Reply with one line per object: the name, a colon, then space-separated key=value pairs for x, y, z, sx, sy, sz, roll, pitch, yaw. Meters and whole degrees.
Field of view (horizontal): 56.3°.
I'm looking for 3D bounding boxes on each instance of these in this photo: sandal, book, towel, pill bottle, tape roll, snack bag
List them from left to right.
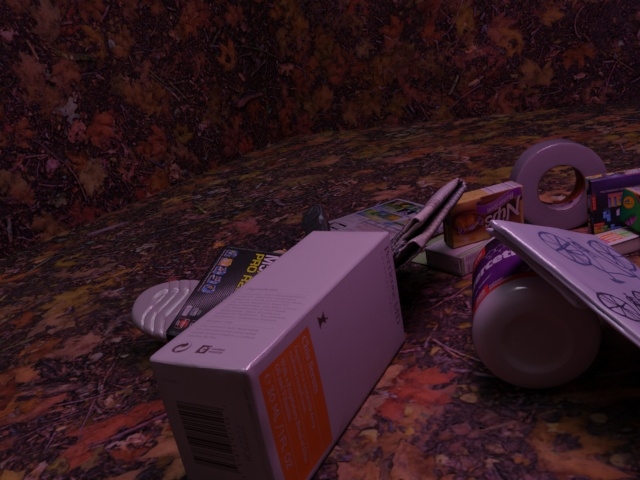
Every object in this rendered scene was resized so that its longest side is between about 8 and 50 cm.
sandal: x=-0.196 y=0.177 z=1.233 sx=0.417 sy=0.102 sz=0.169 roll=4 pitch=38 yaw=14
towel: x=0.151 y=0.018 z=1.251 sx=0.312 sy=0.056 sz=0.324 roll=-46 pitch=-1 yaw=37
pill bottle: x=0.346 y=0.090 z=1.002 sx=0.182 sy=0.181 sz=0.323 roll=-6 pitch=19 yaw=16
tape roll: x=0.580 y=-0.136 z=1.465 sx=0.219 sy=0.219 sz=0.072 roll=-10 pitch=19 yaw=7
book: x=0.634 y=0.006 z=1.316 sx=0.144 sy=0.035 sz=0.096 roll=-15 pitch=15 yaw=-5
snack bag: x=0.438 y=0.085 z=0.844 sx=0.323 sy=0.037 sz=0.342 roll=5 pitch=32 yaw=-42

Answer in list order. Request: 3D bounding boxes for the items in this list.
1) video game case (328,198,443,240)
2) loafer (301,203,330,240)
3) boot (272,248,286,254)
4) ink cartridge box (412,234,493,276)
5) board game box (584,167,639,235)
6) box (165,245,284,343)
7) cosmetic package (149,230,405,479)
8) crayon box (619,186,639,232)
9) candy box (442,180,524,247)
video game case: x=0.188 y=-0.042 z=1.724 sx=0.300 sy=0.036 sz=0.329 roll=-19 pitch=19 yaw=-20
loafer: x=0.000 y=0.000 z=1.633 sx=0.096 sy=0.084 sz=0.267 roll=-31 pitch=30 yaw=21
boot: x=-0.027 y=0.058 z=1.444 sx=0.262 sy=0.095 sz=0.203 roll=-33 pitch=23 yaw=-15
ink cartridge box: x=0.317 y=0.012 z=1.456 sx=0.171 sy=0.056 sz=0.235 roll=-23 pitch=23 yaw=-28
board game box: x=0.704 y=-0.088 z=1.370 sx=0.170 sy=0.141 sz=0.048 roll=-10 pitch=18 yaw=8
box: x=-0.139 y=0.123 z=1.159 sx=0.216 sy=0.060 sz=0.270 roll=7 pitch=39 yaw=16
cosmetic package: x=-0.029 y=0.168 z=0.936 sx=0.162 sy=0.230 sz=0.453 roll=0 pitch=22 yaw=30
crayon box: x=0.807 y=-0.060 z=1.255 sx=0.279 sy=0.081 sz=0.165 roll=-2 pitch=19 yaw=1
candy box: x=0.374 y=-0.061 z=1.379 sx=0.187 sy=0.109 sz=0.053 roll=-14 pitch=23 yaw=-10
